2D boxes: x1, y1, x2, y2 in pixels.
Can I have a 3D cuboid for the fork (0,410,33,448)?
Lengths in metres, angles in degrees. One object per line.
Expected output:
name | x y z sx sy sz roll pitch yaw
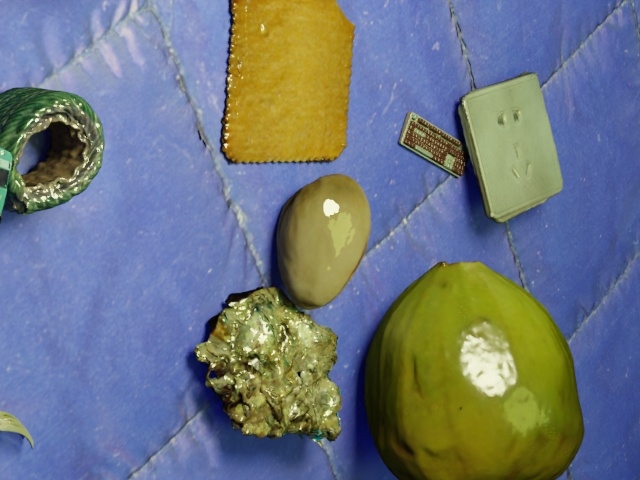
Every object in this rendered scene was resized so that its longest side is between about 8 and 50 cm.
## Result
fork | -0.394 0.190 1.302 0.219 0.034 0.028 23 109 -46

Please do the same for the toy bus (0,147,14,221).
toy bus | -0.369 -0.064 1.166 0.079 0.160 0.092 21 82 -48

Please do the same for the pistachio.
pistachio | 0.000 0.000 1.621 0.108 0.126 0.186 9 98 -80

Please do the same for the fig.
fig | 0.220 0.201 1.771 0.343 0.343 0.344 -14 110 -45

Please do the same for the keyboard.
keyboard | 0.177 -0.146 1.852 0.166 0.017 0.055 24 81 -48

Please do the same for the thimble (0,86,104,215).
thimble | -0.302 -0.098 1.285 0.135 0.090 0.118 -40 124 -31

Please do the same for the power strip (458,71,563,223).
power strip | 0.293 -0.149 1.944 0.198 0.064 0.213 -22 101 -41

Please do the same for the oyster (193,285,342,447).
oyster | -0.058 0.180 1.625 0.198 0.092 0.260 -51 129 -32

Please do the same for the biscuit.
biscuit | -0.037 -0.217 1.604 0.236 0.013 0.232 -6 103 -48
